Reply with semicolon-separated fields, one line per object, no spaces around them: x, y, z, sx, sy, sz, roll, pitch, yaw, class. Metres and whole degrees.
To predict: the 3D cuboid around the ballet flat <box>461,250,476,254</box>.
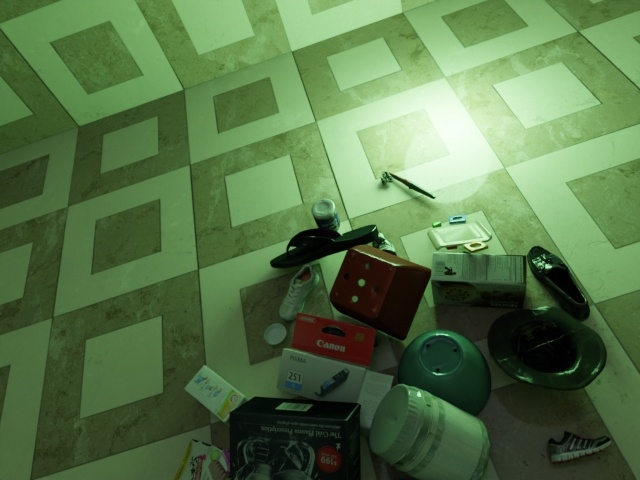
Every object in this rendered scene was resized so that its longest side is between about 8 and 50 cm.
0.582;0.079;1.818;0.168;0.057;0.052;13;87;29;ballet flat

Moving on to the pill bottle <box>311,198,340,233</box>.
0.028;-0.079;2.017;0.094;0.169;0.094;-9;53;11;pill bottle

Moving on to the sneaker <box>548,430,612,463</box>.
0.710;0.559;1.405;0.170;0.063;0.075;-20;57;8;sneaker

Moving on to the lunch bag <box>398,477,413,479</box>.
0.307;0.803;1.249;0.385;0.239;0.328;4;55;39;lunch bag

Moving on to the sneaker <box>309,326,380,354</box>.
0.072;0.353;1.750;0.267;0.101;0.106;2;75;20;sneaker

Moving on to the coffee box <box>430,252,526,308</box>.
0.529;0.135;1.710;0.297;0.168;0.119;2;55;17;coffee box

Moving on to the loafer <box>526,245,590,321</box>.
0.792;0.122;1.684;0.109;0.095;0.302;-21;51;1;loafer

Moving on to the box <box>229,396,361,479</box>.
-0.066;0.626;1.434;0.343;0.179;0.312;-2;87;16;box

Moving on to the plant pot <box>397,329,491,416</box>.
0.371;0.387;1.552;0.290;0.195;0.290;-8;52;11;plant pot

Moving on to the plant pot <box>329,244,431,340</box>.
0.177;0.156;1.700;0.267;0.236;0.267;21;87;29;plant pot

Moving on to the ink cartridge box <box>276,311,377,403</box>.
0.018;0.391;1.673;0.296;0.066;0.261;8;85;22;ink cartridge box

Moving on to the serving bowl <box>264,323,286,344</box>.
-0.161;0.345;1.851;0.083;0.027;0.083;-8;52;10;serving bowl

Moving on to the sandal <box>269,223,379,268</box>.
0.002;-0.001;1.946;0.446;0.107;0.167;-18;14;18;sandal

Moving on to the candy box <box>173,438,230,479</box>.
-0.327;0.733;1.586;0.233;0.071;0.159;7;57;22;candy box

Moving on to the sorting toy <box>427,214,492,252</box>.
0.497;-0.009;1.829;0.196;0.047;0.348;-11;21;4;sorting toy

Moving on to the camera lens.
0.300;0.542;1.389;0.274;0.219;0.219;29;60;-9;camera lens

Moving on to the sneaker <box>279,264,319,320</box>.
-0.090;0.193;1.902;0.087;0.092;0.229;18;62;25;sneaker

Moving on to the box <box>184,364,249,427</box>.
-0.337;0.531;1.711;0.203;0.114;0.103;26;64;31;box

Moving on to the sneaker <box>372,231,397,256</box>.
0.245;0.044;1.901;0.078;0.106;0.234;-18;51;2;sneaker

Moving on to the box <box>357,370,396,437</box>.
0.172;0.509;1.563;0.091;0.130;0.170;8;58;22;box

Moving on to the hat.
0.670;0.352;1.528;0.331;0.134;0.331;-11;33;8;hat

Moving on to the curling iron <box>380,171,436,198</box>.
0.360;-0.224;2.111;0.274;0.035;0.068;29;71;33;curling iron
